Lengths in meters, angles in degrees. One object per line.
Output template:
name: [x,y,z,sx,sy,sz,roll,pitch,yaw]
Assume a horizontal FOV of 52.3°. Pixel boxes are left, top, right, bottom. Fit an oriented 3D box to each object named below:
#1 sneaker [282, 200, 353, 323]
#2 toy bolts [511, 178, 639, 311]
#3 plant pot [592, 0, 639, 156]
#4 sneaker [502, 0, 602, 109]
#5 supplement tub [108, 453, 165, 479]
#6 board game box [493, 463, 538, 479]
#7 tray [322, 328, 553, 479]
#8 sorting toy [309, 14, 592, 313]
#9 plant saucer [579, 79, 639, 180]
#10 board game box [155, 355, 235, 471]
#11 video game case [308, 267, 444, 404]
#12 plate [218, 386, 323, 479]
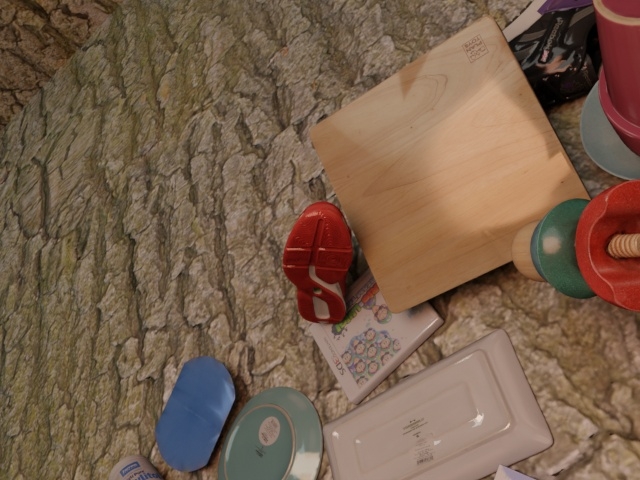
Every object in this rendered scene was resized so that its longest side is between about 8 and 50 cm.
sneaker: [0.000,0.000,0.838,0.087,0.221,0.128,5,51,0]
toy bolts: [0.292,0.032,0.591,0.158,0.228,0.218,173,99,-73]
plant pot: [0.352,-0.198,0.618,0.201,0.180,0.201,-23,49,30]
sneaker: [0.273,-0.210,0.820,0.283,0.107,0.124,-50,47,6]
supplement tub: [-0.259,0.370,0.952,0.107,0.071,0.071,26,83,48]
board game box: [0.198,0.330,0.575,0.160,0.039,0.212,10,70,46]
tray: [0.111,0.216,0.739,0.270,0.030,0.145,-34,46,22]
sorting toy: [0.155,-0.081,0.785,0.257,0.089,0.256,-29,79,25]
plant saucer: [0.387,-0.140,0.712,0.195,0.037,0.195,-23,51,31]
board game box: [-0.179,0.261,0.981,0.133,0.033,0.169,16,81,42]
video game case: [0.067,0.111,0.858,0.157,0.019,0.143,-45,42,10]
plate: [-0.076,0.285,0.874,0.188,0.024,0.188,-24,49,31]
